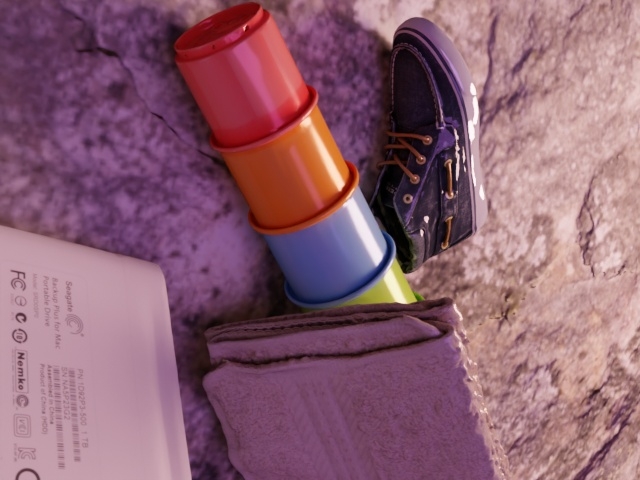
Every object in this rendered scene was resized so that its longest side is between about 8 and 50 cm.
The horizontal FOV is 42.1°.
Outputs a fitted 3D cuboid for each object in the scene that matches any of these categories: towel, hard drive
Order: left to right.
[{"bbox_3d":[-0.201,0.069,0.376,0.307,0.203,0.040,17,136,-39],"label":"hard drive"},{"bbox_3d":[0.040,0.163,0.590,0.049,0.187,0.282,-70,143,-51],"label":"towel"}]

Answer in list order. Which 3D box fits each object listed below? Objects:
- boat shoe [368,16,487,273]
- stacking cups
[{"bbox_3d":[0.071,-0.063,0.609,0.083,0.065,0.183,-34,123,-26],"label":"boat shoe"},{"bbox_3d":[0.000,0.000,0.558,0.096,0.096,0.316,-42,124,-20],"label":"stacking cups"}]
